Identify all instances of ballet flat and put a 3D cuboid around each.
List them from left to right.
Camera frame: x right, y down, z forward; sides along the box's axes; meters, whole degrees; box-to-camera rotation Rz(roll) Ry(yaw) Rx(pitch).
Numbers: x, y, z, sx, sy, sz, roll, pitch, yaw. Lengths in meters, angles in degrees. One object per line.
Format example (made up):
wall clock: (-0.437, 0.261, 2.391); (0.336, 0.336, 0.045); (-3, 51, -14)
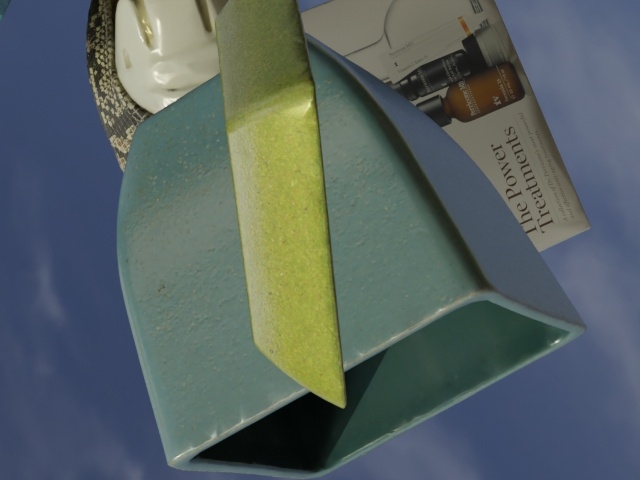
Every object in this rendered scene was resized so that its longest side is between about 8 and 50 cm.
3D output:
ballet flat: (-0.129, -0.225, 1.507); (0.164, 0.182, 0.482); (-10, -119, -4)

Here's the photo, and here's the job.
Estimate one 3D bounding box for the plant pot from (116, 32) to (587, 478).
plant pot: (0.000, 0.000, 1.259); (0.248, 0.247, 0.252); (20, -137, -65)

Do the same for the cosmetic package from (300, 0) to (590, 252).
cosmetic package: (0.122, -0.128, 2.139); (0.284, 0.097, 0.377); (-24, -89, -16)

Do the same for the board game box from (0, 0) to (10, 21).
board game box: (-0.332, -0.270, 1.642); (0.079, 0.336, 0.253); (26, -93, -21)

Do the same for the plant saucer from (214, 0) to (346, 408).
plant saucer: (-0.024, -0.035, 0.936); (0.045, 0.188, 0.188); (-7, -149, -2)
